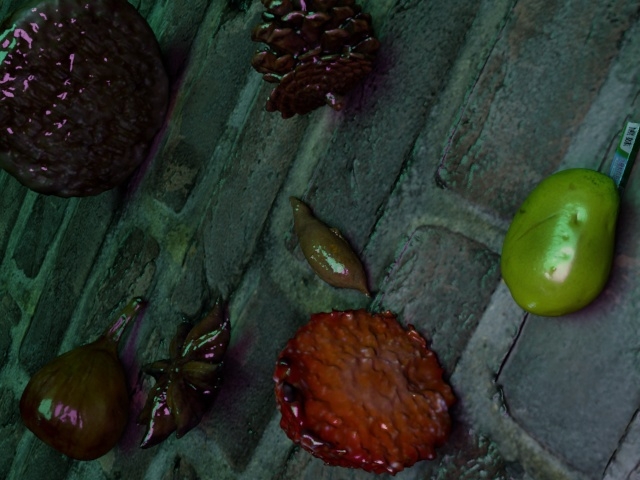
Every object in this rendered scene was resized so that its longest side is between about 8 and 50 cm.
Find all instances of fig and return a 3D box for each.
[{"bbox_3d":[-0.400,0.257,1.219,0.191,0.190,0.290,-2,37,40],"label":"fig"}]

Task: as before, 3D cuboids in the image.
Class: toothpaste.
[{"bbox_3d":[0.330,-0.086,0.723,0.017,0.020,0.083,21,94,44],"label":"toothpaste"}]

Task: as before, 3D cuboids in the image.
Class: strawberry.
[{"bbox_3d":[0.032,0.211,0.808,0.234,0.234,0.178,58,140,33],"label":"strawberry"}]

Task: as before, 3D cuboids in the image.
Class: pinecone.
[{"bbox_3d":[-0.014,-0.291,0.969,0.186,0.168,0.212,-16,54,5],"label":"pinecone"}]

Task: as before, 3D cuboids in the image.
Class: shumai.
[{"bbox_3d":[-0.512,-0.319,1.283,0.348,0.395,0.395,38,105,38],"label":"shumai"}]

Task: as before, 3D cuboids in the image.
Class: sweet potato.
[{"bbox_3d":[-0.003,0.000,0.961,0.068,0.068,0.226,-53,51,18],"label":"sweet potato"}]

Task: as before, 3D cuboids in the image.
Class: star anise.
[{"bbox_3d":[-0.200,0.222,1.061,0.272,0.103,0.272,-37,32,29],"label":"star anise"}]

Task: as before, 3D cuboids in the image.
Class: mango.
[{"bbox_3d":[0.258,0.003,0.720,0.117,0.089,0.163,9,83,55],"label":"mango"}]
